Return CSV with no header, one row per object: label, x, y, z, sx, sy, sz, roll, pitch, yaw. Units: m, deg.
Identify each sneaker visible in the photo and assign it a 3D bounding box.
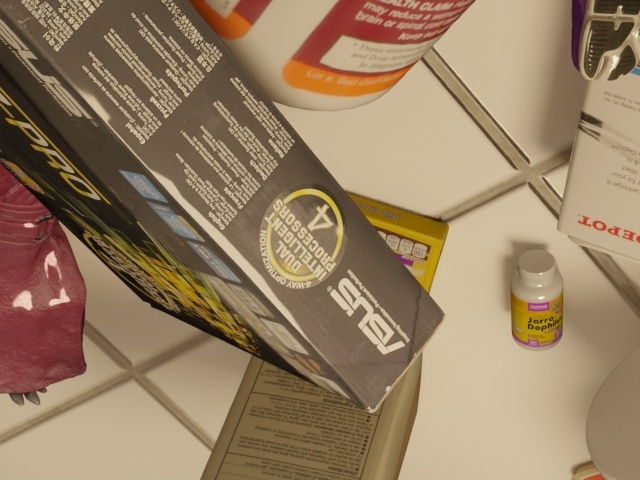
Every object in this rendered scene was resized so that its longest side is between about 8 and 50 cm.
sneaker,0.178,-0.184,0.850,0.071,0.068,0.170,11,99,59

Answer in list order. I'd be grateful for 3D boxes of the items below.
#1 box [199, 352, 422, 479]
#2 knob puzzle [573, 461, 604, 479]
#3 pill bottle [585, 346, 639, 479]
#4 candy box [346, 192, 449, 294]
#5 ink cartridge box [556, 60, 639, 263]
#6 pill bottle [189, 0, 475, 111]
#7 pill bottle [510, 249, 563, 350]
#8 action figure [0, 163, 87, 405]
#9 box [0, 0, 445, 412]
box,-0.014,0.204,1.151,0.148,0.311,0.121,11,133,12
knob puzzle,0.322,0.263,1.267,0.213,0.030,0.213,11,132,12
pill bottle,0.379,0.266,1.106,0.229,0.229,0.408,-17,122,32
candy box,0.000,0.000,1.164,0.205,0.027,0.105,17,135,7
ink cartridge box,0.259,-0.079,0.941,0.148,0.086,0.203,20,136,17
pill bottle,0.064,-0.272,0.766,0.224,0.224,0.392,36,133,-11
pill bottle,0.179,0.049,1.125,0.043,0.043,0.083,6,131,17
action figure,-0.266,-0.037,1.175,0.276,0.248,0.370,50,130,37
box,-0.135,-0.073,0.885,0.318,0.097,0.395,15,152,52
